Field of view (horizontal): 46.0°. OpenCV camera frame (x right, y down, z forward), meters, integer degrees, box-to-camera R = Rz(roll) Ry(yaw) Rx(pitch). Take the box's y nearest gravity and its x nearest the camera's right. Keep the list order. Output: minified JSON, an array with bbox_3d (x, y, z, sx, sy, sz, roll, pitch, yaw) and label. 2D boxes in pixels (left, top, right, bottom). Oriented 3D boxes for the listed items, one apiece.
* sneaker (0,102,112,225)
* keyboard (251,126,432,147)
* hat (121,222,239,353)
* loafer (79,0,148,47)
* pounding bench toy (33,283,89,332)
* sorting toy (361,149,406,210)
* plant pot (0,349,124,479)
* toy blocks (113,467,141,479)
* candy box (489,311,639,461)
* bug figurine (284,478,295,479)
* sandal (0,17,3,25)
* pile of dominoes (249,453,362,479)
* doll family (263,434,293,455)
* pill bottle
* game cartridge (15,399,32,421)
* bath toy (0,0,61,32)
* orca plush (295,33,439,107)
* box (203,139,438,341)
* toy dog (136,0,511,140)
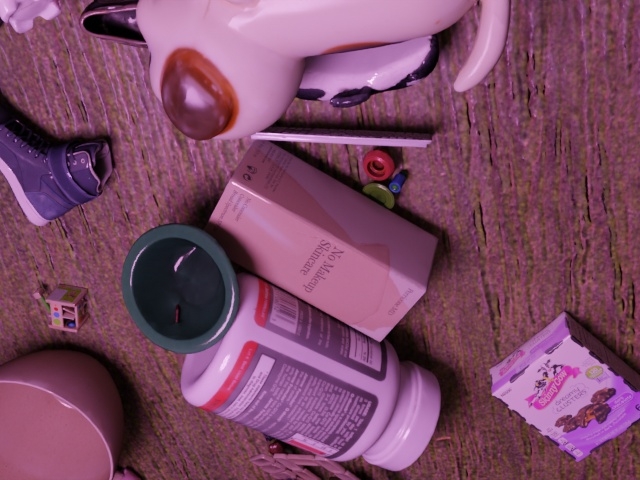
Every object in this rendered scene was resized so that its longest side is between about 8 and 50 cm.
[{"bbox_3d":[-0.412,-0.147,1.126,0.163,0.086,0.226,-20,113,20],"label":"sneaker"},{"bbox_3d":[0.028,-0.149,1.058,0.256,0.072,0.014,4,111,8],"label":"keyboard"},{"bbox_3d":[-0.178,0.052,1.113,0.173,0.183,0.208,-35,83,15],"label":"hat"},{"bbox_3d":[-0.191,-0.286,1.016,0.267,0.084,0.096,4,118,8],"label":"loafer"},{"bbox_3d":[-0.447,0.116,1.291,0.083,0.052,0.065,10,119,5],"label":"pounding bench toy"},{"bbox_3d":[0.094,-0.092,1.100,0.061,0.042,0.102,13,132,20],"label":"sorting toy"},{"bbox_3d":[-0.459,0.300,1.311,0.284,0.191,0.284,4,118,8],"label":"plant pot"},{"bbox_3d":[-0.475,0.593,1.400,0.260,0.309,0.288,35,117,-16],"label":"toy blocks"},{"bbox_3d":[0.397,0.234,1.195,0.196,0.070,0.165,38,117,-11],"label":"candy box"},{"bbox_3d":[-0.065,0.517,1.403,0.216,0.072,0.279,-18,130,30],"label":"bug figurine"},{"bbox_3d":[-0.465,-0.396,0.988,0.446,0.167,0.107,-46,72,23],"label":"sandal"},{"bbox_3d":[0.006,0.410,1.320,0.196,0.040,0.251,-8,140,36],"label":"pile of dominoes"},{"bbox_3d":[-0.104,0.289,1.288,0.193,0.111,0.076,40,117,-11],"label":"doll family"},{"bbox_3d":[-0.010,0.212,1.155,0.363,0.210,0.210,28,119,-19],"label":"pill bottle"},{"bbox_3d":[-0.662,0.373,1.465,0.297,0.062,0.198,-17,109,18],"label":"game cartridge"},{"bbox_3d":[-0.317,-0.370,0.919,0.348,0.151,0.129,-27,88,-9],"label":"bath toy"},{"bbox_3d":[0.029,-0.204,1.015,0.287,0.151,0.102,-21,144,17],"label":"orca plush"},{"bbox_3d":[0.000,0.000,1.099,0.311,0.121,0.148,28,132,-5],"label":"box"},{"bbox_3d":[-0.028,-0.287,0.863,0.408,0.284,0.395,-34,110,19],"label":"toy dog"}]
